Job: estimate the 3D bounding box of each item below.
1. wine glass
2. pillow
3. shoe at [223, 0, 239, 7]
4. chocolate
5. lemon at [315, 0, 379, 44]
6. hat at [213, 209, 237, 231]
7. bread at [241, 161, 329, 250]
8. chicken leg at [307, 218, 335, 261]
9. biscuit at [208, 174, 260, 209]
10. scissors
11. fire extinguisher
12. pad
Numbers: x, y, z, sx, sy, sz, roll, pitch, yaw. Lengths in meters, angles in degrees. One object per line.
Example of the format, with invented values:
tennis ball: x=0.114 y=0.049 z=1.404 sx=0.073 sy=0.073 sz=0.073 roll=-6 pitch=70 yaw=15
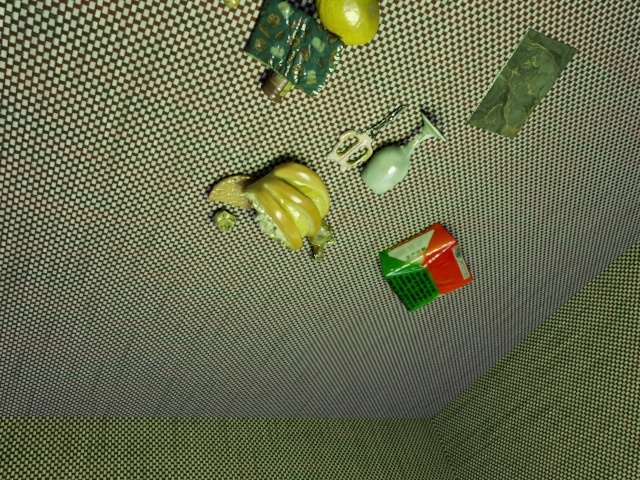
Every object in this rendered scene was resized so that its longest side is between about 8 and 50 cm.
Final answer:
wine glass: x=0.287 y=-0.301 z=1.759 sx=0.321 sy=0.143 sz=0.143 roll=-39 pitch=134 yaw=21
pillow: x=-0.073 y=-0.530 z=1.374 sx=0.255 sy=0.034 sz=0.189 roll=35 pitch=126 yaw=1
shoe: x=-0.218 y=-0.650 z=1.270 sx=0.109 sy=0.069 sz=0.072 roll=-41 pitch=127 yaw=15
chocolate: x=0.469 y=0.123 z=2.244 sx=0.341 sy=0.162 sz=0.360 roll=-29 pitch=137 yaw=10
lemon: x=0.074 y=-0.620 z=1.333 sx=0.170 sy=0.170 sz=0.207 roll=-30 pitch=143 yaw=12
hat: x=-0.355 y=-0.077 z=1.819 sx=0.077 sy=0.059 sz=0.076 roll=36 pitch=81 yaw=-53
bread: x=-0.096 y=-0.111 z=1.748 sx=0.270 sy=0.211 sz=0.316 roll=-32 pitch=142 yaw=-9
chicken leg: x=0.000 y=0.000 z=2.005 sx=0.103 sy=0.088 sz=0.228 roll=-21 pitch=136 yaw=-17
biscuit: x=-0.276 y=-0.173 z=1.763 sx=0.224 sy=0.033 sz=0.145 roll=7 pitch=128 yaw=-32
scissors: x=0.167 y=-0.362 z=1.735 sx=0.317 sy=0.024 sz=0.160 roll=-37 pitch=134 yaw=19
fire extinguisher: x=-0.082 y=-0.521 z=1.441 sx=0.106 sy=0.075 sz=0.252 roll=17 pitch=128 yaw=-45
pad: x=0.705 y=-0.536 z=1.763 sx=0.247 sy=0.007 sz=0.368 roll=8 pitch=131 yaw=-26
